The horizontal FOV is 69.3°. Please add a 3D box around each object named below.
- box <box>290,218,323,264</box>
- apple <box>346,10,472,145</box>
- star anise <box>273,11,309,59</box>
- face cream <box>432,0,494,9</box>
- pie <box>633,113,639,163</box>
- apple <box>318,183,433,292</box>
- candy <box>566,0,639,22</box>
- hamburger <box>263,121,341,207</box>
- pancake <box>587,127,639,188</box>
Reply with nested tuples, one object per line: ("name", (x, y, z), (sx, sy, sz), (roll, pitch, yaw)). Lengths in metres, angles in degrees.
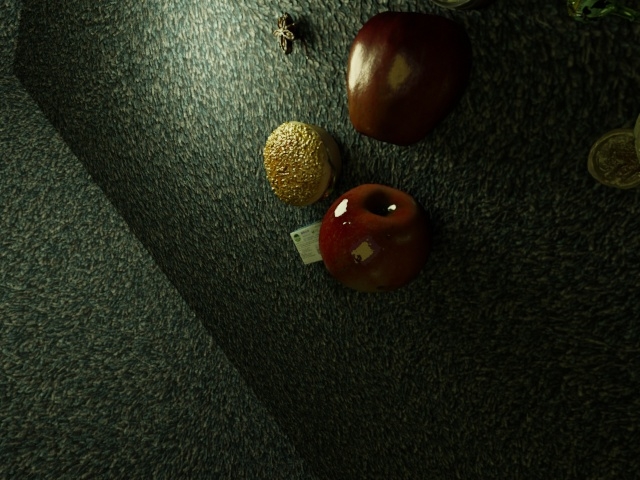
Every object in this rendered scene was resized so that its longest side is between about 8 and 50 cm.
("box", (-0.001, 0.000, 1.734), (0.194, 0.073, 0.139), (-18, 99, 41))
("apple", (0.229, -0.459, 1.321), (0.329, 0.295, 0.365), (-118, 35, -50))
("star anise", (-0.091, -0.650, 1.495), (0.097, 0.070, 0.191), (-42, 64, 38))
("face cream", (0.348, -0.640, 1.094), (0.175, 0.195, 0.175), (16, 120, 29))
("pie", (0.858, -0.220, 0.978), (0.339, 0.077, 0.339), (12, 115, 27))
("apple", (0.169, -0.009, 1.433), (0.348, 0.348, 0.277), (31, 141, 21))
("candy", (0.687, -0.478, 1.010), (0.305, 0.083, 0.091), (33, 126, 10))
("hamburger", (-0.068, -0.264, 1.595), (0.302, 0.170, 0.302), (15, 118, 31))
("pancake", (0.735, -0.198, 1.124), (0.151, 0.025, 0.151), (11, 113, 29))
